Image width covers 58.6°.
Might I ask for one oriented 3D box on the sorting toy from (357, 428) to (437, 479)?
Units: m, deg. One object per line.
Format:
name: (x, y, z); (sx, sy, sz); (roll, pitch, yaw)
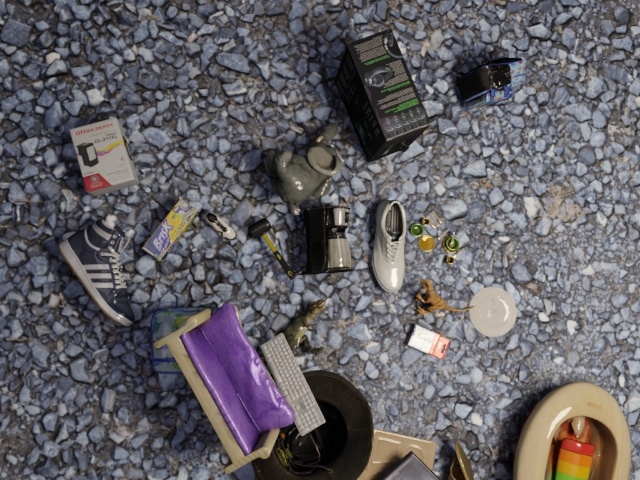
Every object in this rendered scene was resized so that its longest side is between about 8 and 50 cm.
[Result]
sorting toy: (0.200, 0.618, 1.532); (0.208, 0.038, 0.193); (14, 83, -9)

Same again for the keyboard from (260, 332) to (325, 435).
keyboard: (-0.073, 0.362, 1.449); (0.072, 0.014, 0.256); (-30, 64, 2)

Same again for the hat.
hat: (-0.012, 0.505, 1.455); (0.330, 0.134, 0.332); (-6, 66, 13)

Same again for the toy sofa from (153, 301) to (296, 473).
toy sofa: (-0.218, 0.337, 1.352); (0.177, 0.150, 0.363); (-30, 89, 5)

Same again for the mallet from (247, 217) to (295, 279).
mallet: (-0.117, 0.019, 1.534); (0.062, 0.039, 0.190); (-40, 76, -8)

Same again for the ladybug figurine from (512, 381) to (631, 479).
ladybug figurine: (0.648, 0.595, 1.515); (0.304, 0.162, 0.450); (20, 82, -4)

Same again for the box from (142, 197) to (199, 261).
box: (-0.398, -0.026, 1.519); (0.059, 0.054, 0.169); (36, 82, -1)

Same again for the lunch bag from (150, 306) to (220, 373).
lunch bag: (-0.327, 0.261, 1.482); (0.218, 0.090, 0.176); (1, 87, -5)

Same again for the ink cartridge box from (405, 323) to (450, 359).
ink cartridge box: (0.300, 0.282, 1.576); (0.115, 0.029, 0.063); (24, 82, -3)

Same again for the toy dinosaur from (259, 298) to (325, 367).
toy dinosaur: (-0.068, 0.277, 1.523); (0.268, 0.064, 0.118); (-41, 75, -6)

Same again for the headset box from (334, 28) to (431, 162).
headset box: (0.160, -0.364, 1.516); (0.131, 0.246, 0.283); (-22, 86, -7)

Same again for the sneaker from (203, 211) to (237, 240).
sneaker: (-0.272, -0.038, 1.540); (0.109, 0.044, 0.040); (38, 80, -3)

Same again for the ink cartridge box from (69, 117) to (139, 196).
ink cartridge box: (-0.572, -0.221, 1.510); (0.127, 0.072, 0.175); (-17, 87, -7)

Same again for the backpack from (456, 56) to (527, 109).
backpack: (0.498, -0.450, 1.615); (0.173, 0.158, 0.117); (-16, 95, -19)

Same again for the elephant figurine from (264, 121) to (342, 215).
elephant figurine: (-0.015, -0.200, 1.532); (0.239, 0.169, 0.186); (-19, 109, -20)

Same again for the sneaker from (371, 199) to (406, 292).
sneaker: (0.189, 0.013, 1.559); (0.094, 0.091, 0.258); (-3, 84, -6)

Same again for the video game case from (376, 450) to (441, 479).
video game case: (0.257, 0.705, 1.490); (0.196, 0.026, 0.274); (-43, 100, 6)

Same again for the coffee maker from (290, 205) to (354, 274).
coffee maker: (0.000, 0.000, 1.527); (0.171, 0.120, 0.179); (-3, 84, -5)

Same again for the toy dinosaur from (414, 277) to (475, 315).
toy dinosaur: (0.322, 0.174, 1.562); (0.211, 0.112, 0.064); (34, 56, -38)

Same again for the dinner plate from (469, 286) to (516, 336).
dinner plate: (0.490, 0.202, 1.612); (0.141, 0.017, 0.141); (1, 83, -7)

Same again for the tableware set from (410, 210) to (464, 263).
tableware set: (0.331, -0.001, 1.611); (0.104, 0.024, 0.154); (-38, 90, -8)

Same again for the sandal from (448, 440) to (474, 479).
sandal: (0.379, 0.657, 1.523); (0.079, 0.088, 0.240); (-24, 99, 18)

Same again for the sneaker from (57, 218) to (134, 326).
sneaker: (-0.534, 0.075, 1.472); (0.153, 0.099, 0.282); (-38, 86, -7)
